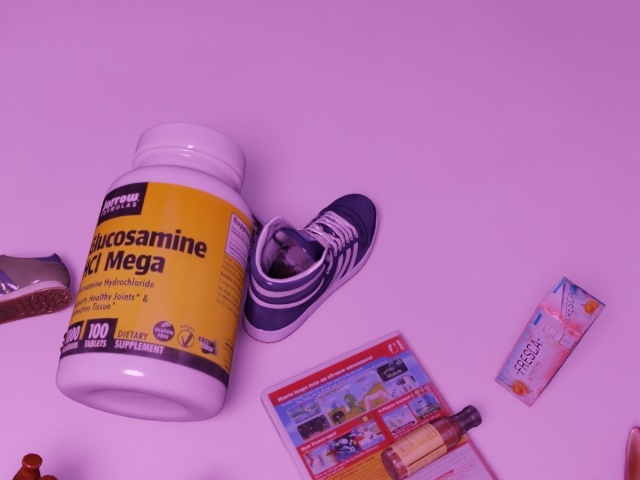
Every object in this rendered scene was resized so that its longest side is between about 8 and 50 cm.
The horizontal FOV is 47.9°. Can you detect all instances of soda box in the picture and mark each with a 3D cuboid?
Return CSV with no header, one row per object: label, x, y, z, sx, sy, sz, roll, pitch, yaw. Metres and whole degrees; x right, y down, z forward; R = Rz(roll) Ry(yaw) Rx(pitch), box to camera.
soda box,0.274,0.127,0.877,0.058,0.183,0.063,38,57,21

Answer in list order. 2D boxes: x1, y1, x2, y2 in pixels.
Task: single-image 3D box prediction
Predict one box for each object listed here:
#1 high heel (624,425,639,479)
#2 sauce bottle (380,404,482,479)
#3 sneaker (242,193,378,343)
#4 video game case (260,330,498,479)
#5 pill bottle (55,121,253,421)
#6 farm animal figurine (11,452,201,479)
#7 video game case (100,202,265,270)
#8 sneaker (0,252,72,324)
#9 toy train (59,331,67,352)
high heel,0.344,0.287,0.785,0.244,0.082,0.117,-14,60,-44
sauce bottle,0.132,0.233,0.840,0.128,0.042,0.042,-22,58,-23
sneaker,0.000,0.000,0.965,0.099,0.153,0.282,31,56,16
video game case,0.080,0.261,0.855,0.204,0.025,0.285,-21,58,-20
pill bottle,-0.183,0.033,0.866,0.188,0.188,0.333,6,63,-1
farm animal figurine,-0.205,0.367,0.647,0.331,0.172,0.326,22,24,2
video game case,-0.179,-0.017,1.013,0.173,0.022,0.190,-39,81,-29
sneaker,-0.424,0.060,0.939,0.192,0.064,0.086,-8,47,-12
toy train,-0.274,0.096,0.946,0.036,0.027,0.158,40,57,9
